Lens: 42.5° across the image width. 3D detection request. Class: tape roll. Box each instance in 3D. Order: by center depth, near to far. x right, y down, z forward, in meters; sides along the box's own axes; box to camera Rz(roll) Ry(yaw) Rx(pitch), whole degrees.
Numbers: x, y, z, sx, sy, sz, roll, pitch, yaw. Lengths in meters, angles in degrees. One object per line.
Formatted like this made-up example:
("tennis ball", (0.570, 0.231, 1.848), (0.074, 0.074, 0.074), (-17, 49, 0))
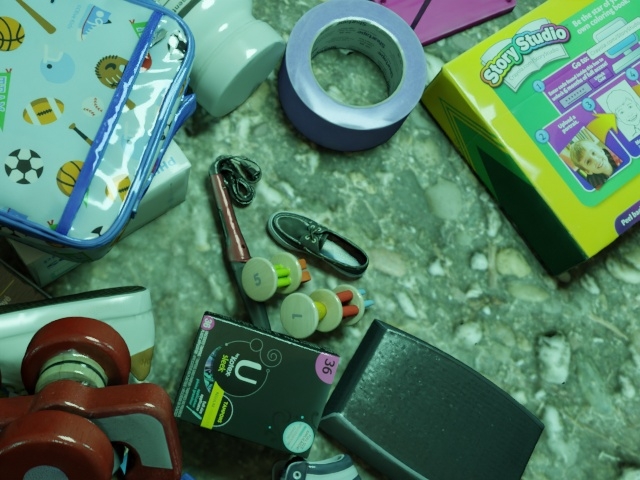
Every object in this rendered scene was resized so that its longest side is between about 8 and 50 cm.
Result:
("tape roll", (0.041, -0.219, 1.098), (0.188, 0.080, 0.189), (3, 75, -10))

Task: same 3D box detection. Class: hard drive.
("hard drive", (0.142, 0.222, 1.008), (0.254, 0.054, 0.172), (32, 72, -1))

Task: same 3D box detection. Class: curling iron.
("curling iron", (-0.088, 0.016, 1.030), (0.068, 0.035, 0.274), (-9, 77, -14))

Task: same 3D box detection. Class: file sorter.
("file sorter", (0.149, -0.450, 1.128), (0.202, 0.182, 0.291), (-25, 81, -17))

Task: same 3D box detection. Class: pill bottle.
("pill bottle", (-0.187, -0.297, 1.031), (0.278, 0.162, 0.162), (44, 72, 2))

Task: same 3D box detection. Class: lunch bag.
("lunch bag", (-0.266, -0.141, 0.869), (0.243, 0.115, 0.303), (22, 73, -8))

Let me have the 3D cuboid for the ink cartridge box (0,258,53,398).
("ink cartridge box", (-0.425, 0.153, 0.892), (0.307, 0.072, 0.304), (39, 72, -9))

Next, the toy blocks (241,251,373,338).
("toy blocks", (-0.009, 0.060, 1.006), (0.123, 0.148, 0.054), (41, 114, 25))

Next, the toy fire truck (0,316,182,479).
("toy fire truck", (-0.277, 0.225, 0.760), (0.302, 0.169, 0.254), (-6, 121, -3))

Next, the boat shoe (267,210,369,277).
("boat shoe", (0.000, 0.000, 1.049), (0.142, 0.040, 0.049), (27, 72, -3))

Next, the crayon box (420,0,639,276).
("crayon box", (0.376, -0.182, 1.140), (0.363, 0.106, 0.313), (-33, 82, -18))

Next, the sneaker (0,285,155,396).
("sneaker", (-0.314, 0.127, 0.845), (0.290, 0.106, 0.123), (-7, 97, -12))

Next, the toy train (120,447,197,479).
("toy train", (-0.253, 0.328, 0.884), (0.143, 0.105, 0.248), (35, 71, 11))

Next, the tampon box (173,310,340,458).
("tampon box", (-0.075, 0.161, 0.945), (0.161, 0.101, 0.121), (18, 87, -6))

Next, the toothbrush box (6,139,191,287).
("toothbrush box", (-0.324, -0.129, 0.976), (0.216, 0.126, 0.295), (-35, 83, -18))

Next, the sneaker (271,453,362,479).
("sneaker", (-0.060, 0.339, 0.912), (0.282, 0.099, 0.153), (-21, 85, -23))
